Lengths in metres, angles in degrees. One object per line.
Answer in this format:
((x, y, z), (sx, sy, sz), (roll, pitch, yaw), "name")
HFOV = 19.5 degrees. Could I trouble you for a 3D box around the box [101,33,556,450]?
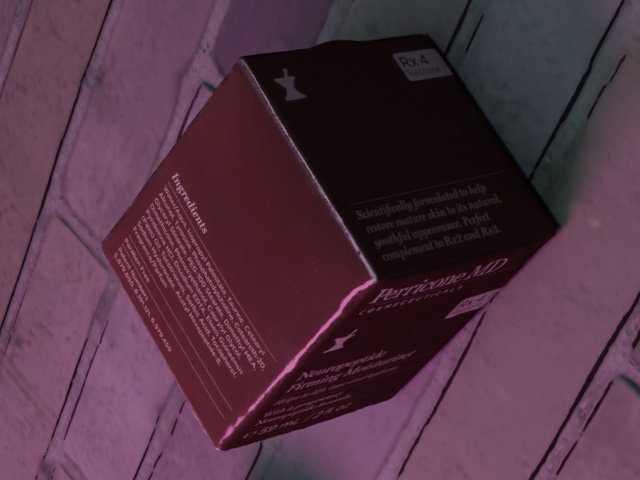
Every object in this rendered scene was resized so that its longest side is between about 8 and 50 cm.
((0.000, 0.000, 1.185), (0.203, 0.168, 0.167), (-49, 64, 42), "box")
